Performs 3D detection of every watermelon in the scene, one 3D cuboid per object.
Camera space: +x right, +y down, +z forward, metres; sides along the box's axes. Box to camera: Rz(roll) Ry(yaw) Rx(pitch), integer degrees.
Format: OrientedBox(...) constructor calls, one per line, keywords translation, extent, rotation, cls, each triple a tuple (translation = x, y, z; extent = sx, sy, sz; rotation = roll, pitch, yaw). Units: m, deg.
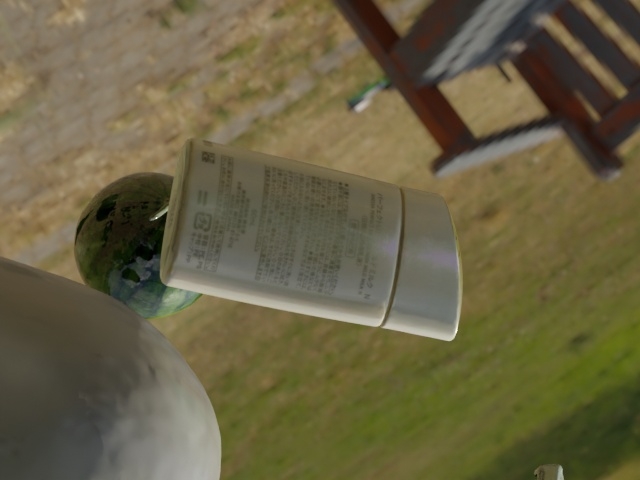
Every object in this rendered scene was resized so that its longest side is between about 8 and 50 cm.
OrientedBox(translation=(-0.213, -0.001, 1.885), extent=(0.188, 0.188, 0.215), rotation=(-22, 154, -39), cls="watermelon")

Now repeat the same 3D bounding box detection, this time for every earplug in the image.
OrientedBox(translation=(-0.268, 0.152, 1.000), extent=(0.312, 0.394, 0.313), rotation=(-162, -90, -86), cls="earplug")

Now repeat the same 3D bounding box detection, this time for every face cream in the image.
OrientedBox(translation=(0.000, 0.000, 1.692), extent=(0.348, 0.174, 0.081), rotation=(11, 165, -15), cls="face cream")

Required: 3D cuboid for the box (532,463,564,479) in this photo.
OrientedBox(translation=(0.152, 0.365, 1.468), extent=(0.182, 0.175, 0.312), rotation=(-6, -158, 16), cls="box")
